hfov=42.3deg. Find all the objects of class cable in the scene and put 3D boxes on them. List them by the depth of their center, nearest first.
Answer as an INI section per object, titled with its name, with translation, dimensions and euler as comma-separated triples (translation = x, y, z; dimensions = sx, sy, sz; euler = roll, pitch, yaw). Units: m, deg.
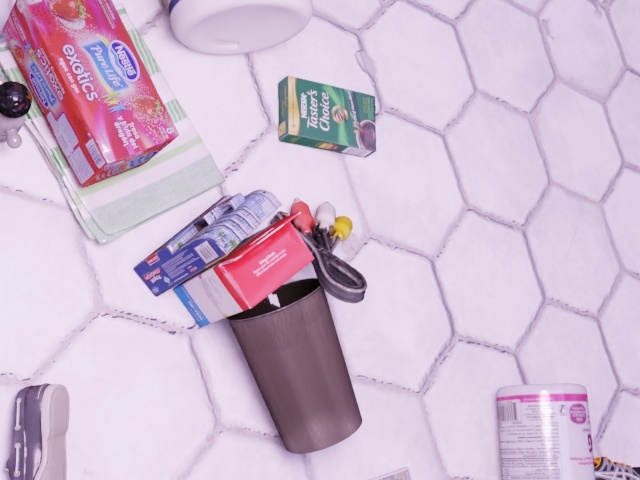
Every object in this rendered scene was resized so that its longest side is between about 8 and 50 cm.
[cable]
translation = 0.000, 0.000, 1.294
dimensions = 0.139, 0.287, 0.072
euler = 18, 106, -14

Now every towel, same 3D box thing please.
[towel]
translation = -0.318, -0.182, 1.256
dimensions = 0.247, 0.038, 0.325
euler = -32, 95, -34

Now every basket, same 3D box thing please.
[basket]
translation = -0.032, 0.192, 1.255
dimensions = 0.154, 0.204, 0.227
euler = -19, 96, 2

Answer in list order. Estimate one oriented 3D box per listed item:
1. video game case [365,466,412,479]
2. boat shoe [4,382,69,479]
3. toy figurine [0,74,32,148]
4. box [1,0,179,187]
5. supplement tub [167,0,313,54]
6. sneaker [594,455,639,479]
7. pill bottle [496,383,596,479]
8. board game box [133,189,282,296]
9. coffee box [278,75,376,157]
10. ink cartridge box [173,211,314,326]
[video game case]
translation = 0.106, 0.432, 1.363
dimensions = 0.122, 0.011, 0.087
euler = -8, 82, -32
[boat shoe]
translation = -0.379, 0.292, 1.094
dimensions = 0.064, 0.075, 0.206
euler = 1, 79, 14
[toy figurine]
translation = -0.499, -0.164, 1.076
dimensions = 0.209, 0.148, 0.213
euler = 38, 61, -17
[box]
translation = -0.325, -0.222, 1.163
dimensions = 0.122, 0.128, 0.257
euler = -29, 93, -34
[supplement tub]
translation = -0.147, -0.483, 1.323
dimensions = 0.228, 0.228, 0.316
euler = -6, 80, -32
[sneaker]
translation = 0.551, 0.451, 1.584
dimensions = 0.214, 0.084, 0.083
euler = 0, 72, -30
[pill bottle]
translation = 0.400, 0.400, 1.459
dimensions = 0.160, 0.160, 0.283
euler = 6, 75, -29
[board game box]
translation = -0.156, -0.018, 1.244
dimensions = 0.060, 0.194, 0.194
euler = 53, 44, -10
[coffee box]
translation = 0.013, -0.216, 1.460
dimensions = 0.184, 0.040, 0.113
euler = 9, 73, -29
[ink cartridge box]
translation = -0.106, 0.045, 1.207
dimensions = 0.134, 0.231, 0.078
euler = -38, 98, -32
